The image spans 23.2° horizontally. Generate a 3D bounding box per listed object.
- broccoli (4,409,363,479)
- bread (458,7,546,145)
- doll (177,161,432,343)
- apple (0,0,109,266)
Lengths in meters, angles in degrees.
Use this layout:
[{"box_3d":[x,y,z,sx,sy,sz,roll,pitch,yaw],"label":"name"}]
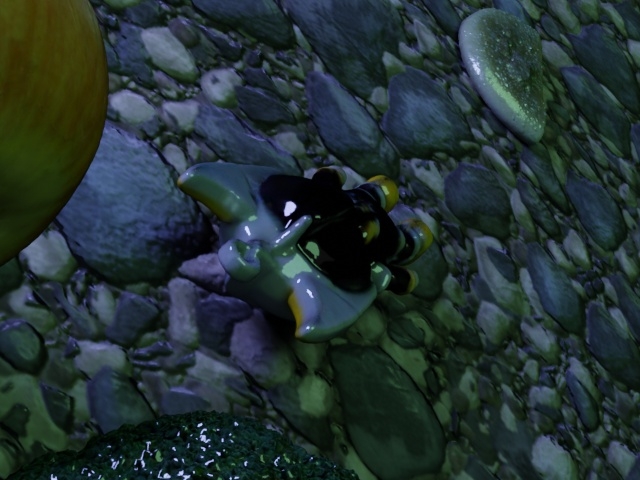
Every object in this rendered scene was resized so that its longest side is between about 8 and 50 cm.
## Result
[{"box_3d":[-0.081,0.227,0.778,0.297,0.297,0.297,26,67,-33],"label":"broccoli"},{"box_3d":[0.197,-0.198,1.681,0.112,0.036,0.193,33,37,-24],"label":"bread"},{"box_3d":[-0.003,-0.003,1.201,0.316,0.103,0.145,-17,90,-63],"label":"doll"},{"box_3d":[-0.261,-0.089,0.835,0.286,0.286,0.233,-1,53,-50],"label":"apple"}]
